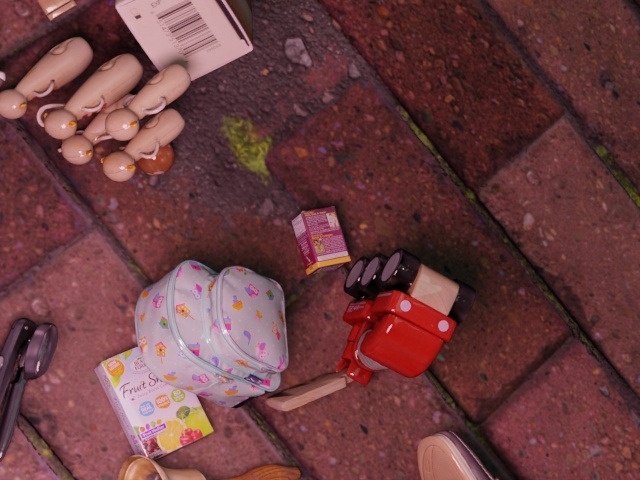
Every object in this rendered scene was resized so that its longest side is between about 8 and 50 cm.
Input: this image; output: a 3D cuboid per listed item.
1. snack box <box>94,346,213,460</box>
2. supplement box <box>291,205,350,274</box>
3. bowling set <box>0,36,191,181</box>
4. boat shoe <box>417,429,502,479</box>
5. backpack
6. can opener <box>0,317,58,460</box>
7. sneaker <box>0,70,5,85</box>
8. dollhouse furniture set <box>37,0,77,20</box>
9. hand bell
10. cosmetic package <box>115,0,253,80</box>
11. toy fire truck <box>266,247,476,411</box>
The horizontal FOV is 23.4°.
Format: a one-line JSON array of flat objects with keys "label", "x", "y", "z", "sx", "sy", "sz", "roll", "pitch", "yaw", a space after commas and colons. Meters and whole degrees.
[{"label": "snack box", "x": -0.213, "y": 0.205, "z": 1.980, "sx": 0.100, "sy": 0.037, "sz": 0.141, "roll": -22, "pitch": 81, "yaw": -31}, {"label": "supplement box", "x": 0.000, "y": 0.000, "z": 2.151, "sx": 0.055, "sy": 0.043, "sz": 0.083, "roll": -10, "pitch": 77, "yaw": -28}, {"label": "bowling set", "x": -0.267, "y": -0.133, "z": 2.002, "sx": 0.154, "sy": 0.287, "sz": 0.200, "roll": -43, "pitch": 127, "yaw": -24}, {"label": "boat shoe", "x": 0.234, "y": 0.373, "z": 2.101, "sx": 0.092, "sy": 0.103, "sz": 0.285, "roll": -35, "pitch": 92, "yaw": -36}, {"label": "backpack", "x": -0.136, "y": 0.112, "z": 1.963, "sx": 0.188, "sy": 0.144, "sz": 0.165, "roll": 19, "pitch": 54, "yaw": -34}, {"label": "can opener", "x": -0.383, "y": 0.182, "z": 1.899, "sx": 0.059, "sy": 0.073, "sz": 0.186, "roll": 29, "pitch": 71, "yaw": -22}, {"label": "sneaker", "x": -0.477, "y": -0.178, "z": 1.993, "sx": 0.158, "sy": 0.061, "sz": 0.064, "roll": -22, "pitch": 109, "yaw": -29}, {"label": "dollhouse furniture set", "x": -0.398, "y": -0.377, "z": 2.006, "sx": 0.242, "sy": 0.212, "sz": 0.161, "roll": -31, "pitch": 88, "yaw": -4}, {"label": "hand bell", "x": -0.123, "y": 0.317, "z": 1.961, "sx": 0.242, "sy": 0.126, "sz": 0.126, "roll": -4, "pitch": 74, "yaw": -39}, {"label": "cosmetic package", "x": -0.177, "y": -0.360, "z": 2.047, "sx": 0.153, "sy": 0.129, "sz": 0.296, "roll": 54, "pitch": 19, "yaw": -38}, {"label": "toy fire truck", "x": 0.060, "y": 0.141, "z": 2.044, "sx": 0.158, "sy": 0.217, "sz": 0.246, "roll": 28, "pitch": 77, "yaw": -15}]
